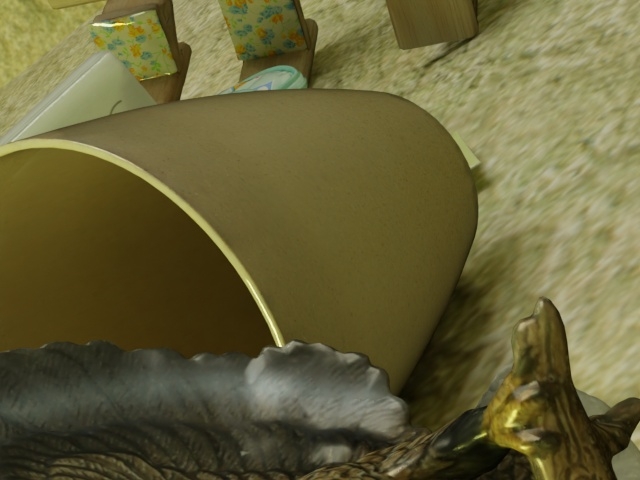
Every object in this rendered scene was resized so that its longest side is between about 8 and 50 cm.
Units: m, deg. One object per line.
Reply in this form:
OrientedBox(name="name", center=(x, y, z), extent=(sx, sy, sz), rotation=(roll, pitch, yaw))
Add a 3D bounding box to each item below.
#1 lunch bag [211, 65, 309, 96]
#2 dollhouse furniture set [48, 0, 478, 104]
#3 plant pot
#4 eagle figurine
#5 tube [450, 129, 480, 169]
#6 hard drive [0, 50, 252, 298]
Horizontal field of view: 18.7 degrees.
OrientedBox(name="lunch bag", center=(-0.112, -0.032, 1.537), extent=(0.224, 0.108, 0.279), rotation=(-49, 20, -27))
OrientedBox(name="dollhouse furniture set", center=(-0.071, -0.271, 1.667), extent=(0.394, 0.362, 0.256), rotation=(-10, 33, 12))
OrientedBox(name="plant pot", center=(-0.033, 0.018, 1.091), extent=(0.256, 0.256, 0.274), rotation=(-22, 8, 43))
OrientedBox(name="eagle figurine", center=(-0.019, 0.130, 0.752), extent=(0.298, 0.225, 0.226), rotation=(-22, 34, 25))
OrientedBox(name="tube", center=(0.000, 0.000, 1.325), extent=(0.240, 0.062, 0.070), rotation=(-33, 58, 5))
OrientedBox(name="hard drive", center=(-0.180, 0.087, 1.170), extent=(0.353, 0.233, 0.047), rotation=(-46, 17, -20))
